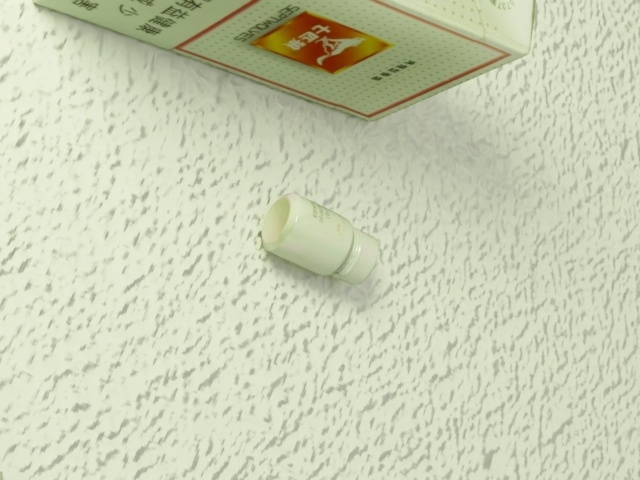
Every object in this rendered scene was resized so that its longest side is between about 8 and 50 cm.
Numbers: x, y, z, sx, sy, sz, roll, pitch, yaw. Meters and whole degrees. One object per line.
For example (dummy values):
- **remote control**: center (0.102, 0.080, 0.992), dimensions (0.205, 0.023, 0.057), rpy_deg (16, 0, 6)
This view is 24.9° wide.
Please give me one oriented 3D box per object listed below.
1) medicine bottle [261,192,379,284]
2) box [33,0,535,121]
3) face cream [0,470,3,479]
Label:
- **medicine bottle**: center (0.000, 0.000, 1.181), dimensions (0.089, 0.052, 0.052), rpy_deg (25, 65, -28)
- **box**: center (-0.026, -0.201, 1.116), dimensions (0.330, 0.210, 0.095), rpy_deg (18, 70, -30)
- **face cream**: center (-0.221, 0.267, 0.945), dimensions (0.075, 0.075, 0.229), rpy_deg (4, 77, -34)
